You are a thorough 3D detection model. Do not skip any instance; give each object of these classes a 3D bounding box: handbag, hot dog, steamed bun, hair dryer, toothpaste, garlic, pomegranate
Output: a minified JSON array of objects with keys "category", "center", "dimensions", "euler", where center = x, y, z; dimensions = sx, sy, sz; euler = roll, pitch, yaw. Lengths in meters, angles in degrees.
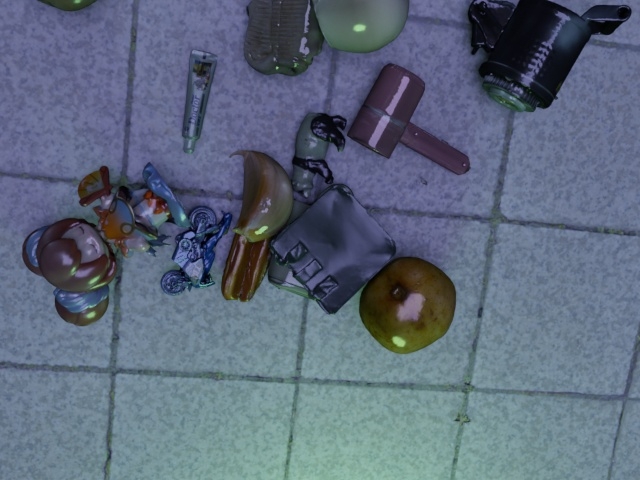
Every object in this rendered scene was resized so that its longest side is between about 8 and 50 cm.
[{"category":"handbag","center":[0.000,0.000,1.827],"dimensions":[0.241,0.109,0.316],"euler":[20,85,-12]},{"category":"hot dog","center":[-0.183,0.035,1.798],"dimensions":[0.115,0.072,0.269],"euler":[19,97,-10]},{"category":"steamed bun","center":[0.096,-0.593,1.572],"dimensions":[0.206,0.324,0.325],"euler":[-10,104,16]},{"category":"hair dryer","center":[0.263,-0.282,1.782],"dimensions":[0.352,0.125,0.210],"euler":[26,96,-22]},{"category":"handbag","center":[0.031,0.024,1.743],"dimensions":[0.260,0.079,0.247],"euler":[-42,95,-12]},{"category":"toothpaste","center":[-0.312,-0.345,1.722],"dimensions":[0.067,0.037,0.256],"euler":[10,97,-9]},{"category":"garlic","center":[-0.148,-0.120,1.720],"dimensions":[0.164,0.145,0.245],"euler":[-8,69,11]},{"category":"steamed bun","center":[-0.072,-0.508,1.662],"dimensions":[0.211,0.144,0.218],"euler":[12,105,33]},{"category":"pomegranate","center":[0.230,0.171,1.799],"dimensions":[0.260,0.260,0.261],"euler":[-2,102,-7]}]

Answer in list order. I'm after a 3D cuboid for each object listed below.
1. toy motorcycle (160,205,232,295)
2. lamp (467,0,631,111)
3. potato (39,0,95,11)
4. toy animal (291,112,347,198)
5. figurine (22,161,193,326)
[{"category":"toy motorcycle","center":[-0.311,0.034,1.775],"dimensions":[0.135,0.092,0.255],"euler":[23,89,-20]},{"category":"lamp","center":[0.540,-0.456,1.719],"dimensions":[0.373,0.205,0.272],"euler":[10,96,7]},{"category":"potato","center":[-0.609,-0.669,1.518],"dimensions":[0.243,0.221,0.326],"euler":[-33,116,9]},{"category":"toy animal","center":[-0.011,-0.218,1.757],"dimensions":[0.121,0.094,0.225],"euler":[14,101,-8]},{"category":"figurine","center":[-0.522,-0.006,1.662],"dimensions":[0.388,0.248,0.277],"euler":[-36,77,-12]}]
